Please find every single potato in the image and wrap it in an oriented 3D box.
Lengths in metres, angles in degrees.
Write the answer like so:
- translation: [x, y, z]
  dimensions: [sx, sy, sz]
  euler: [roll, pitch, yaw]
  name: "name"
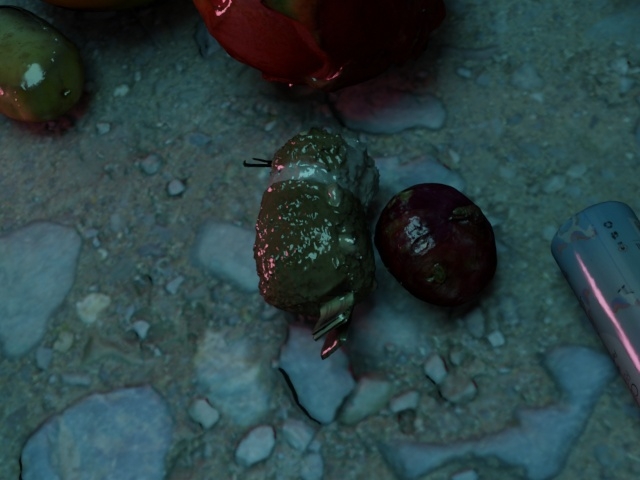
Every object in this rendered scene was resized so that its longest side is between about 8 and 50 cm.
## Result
- translation: [-0.307, -0.180, 1.265]
  dimensions: [0.170, 0.080, 0.107]
  euler: [31, 73, 35]
  name: "potato"

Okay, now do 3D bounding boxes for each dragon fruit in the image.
- translation: [0.000, -0.253, 1.131]
  dimensions: [0.241, 0.241, 0.252]
  euler: [-41, 88, -10]
  name: "dragon fruit"

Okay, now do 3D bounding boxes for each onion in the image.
- translation: [0.098, 0.001, 1.013]
  dimensions: [0.107, 0.097, 0.107]
  euler: [16, 56, -25]
  name: "onion"

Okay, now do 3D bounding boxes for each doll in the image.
- translation: [0.000, 0.006, 1.038]
  dimensions: [0.114, 0.105, 0.221]
  euler: [-12, 57, 9]
  name: "doll"

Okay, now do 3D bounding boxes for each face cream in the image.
- translation: [0.254, 0.077, 0.934]
  dimensions: [0.075, 0.075, 0.229]
  euler: [-25, 54, 1]
  name: "face cream"

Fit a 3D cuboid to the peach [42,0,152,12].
- translation: [-0.231, -0.413, 1.216]
  dimensions: [0.370, 0.370, 0.370]
  euler: [-8, 57, 13]
  name: "peach"
